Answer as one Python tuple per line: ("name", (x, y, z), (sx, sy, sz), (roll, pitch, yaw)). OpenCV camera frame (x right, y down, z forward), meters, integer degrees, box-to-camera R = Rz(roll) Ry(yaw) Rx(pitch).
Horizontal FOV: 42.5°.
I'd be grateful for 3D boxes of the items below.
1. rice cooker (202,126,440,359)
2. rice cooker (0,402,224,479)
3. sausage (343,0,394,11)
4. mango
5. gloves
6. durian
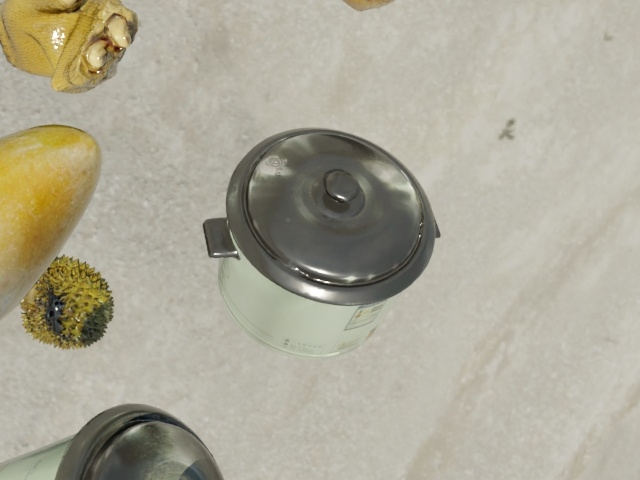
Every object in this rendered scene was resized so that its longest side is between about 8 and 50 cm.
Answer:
("rice cooker", (0.000, 0.000, 0.968), (0.227, 0.280, 0.241), (112, -30, -54))
("rice cooker", (-0.238, 0.330, 0.905), (0.316, 0.316, 0.264), (-22, 87, -53))
("sausage", (0.207, -0.515, 1.139), (0.501, 0.136, 0.123), (-47, 159, 5))
("mango", (-0.448, -0.014, 1.099), (0.384, 0.199, 0.221), (-45, 167, 3))
("gloves", (-0.429, -0.357, 1.410), (0.155, 0.356, 0.203), (-27, 122, -35))
("durian", (-0.549, 0.133, 1.722), (0.237, 0.138, 0.193), (10, 97, -19))
